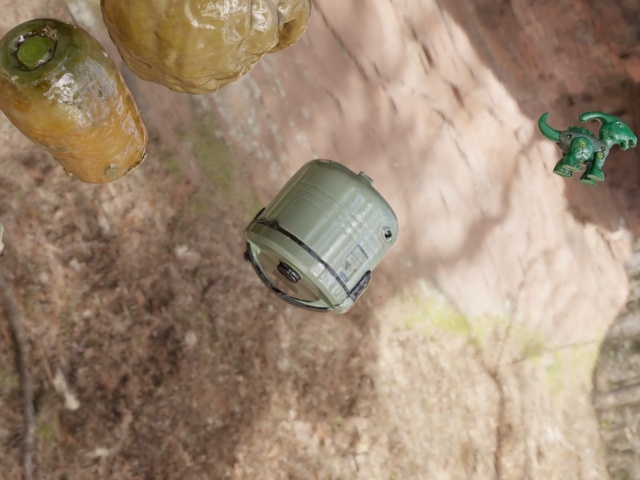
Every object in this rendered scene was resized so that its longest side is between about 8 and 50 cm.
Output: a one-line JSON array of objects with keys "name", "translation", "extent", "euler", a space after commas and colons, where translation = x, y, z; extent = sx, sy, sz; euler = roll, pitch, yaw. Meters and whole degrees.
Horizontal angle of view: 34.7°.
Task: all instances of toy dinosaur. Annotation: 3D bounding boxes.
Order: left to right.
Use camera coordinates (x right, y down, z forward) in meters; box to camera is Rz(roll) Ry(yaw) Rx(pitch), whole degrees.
[{"name": "toy dinosaur", "translation": [0.347, -0.130, 1.348], "extent": [0.059, 0.132, 0.096], "euler": [123, -11, -79]}]

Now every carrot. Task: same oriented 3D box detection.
[{"name": "carrot", "translation": [-0.476, -0.265, 1.951], "extent": [0.341, 0.224, 0.224], "euler": [67, 10, -64]}]

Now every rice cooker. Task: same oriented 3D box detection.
[{"name": "rice cooker", "translation": [0.000, 0.000, 1.750], "extent": [0.244, 0.226, 0.226], "euler": [-50, 132, -16]}]

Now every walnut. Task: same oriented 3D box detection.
[{"name": "walnut", "translation": [-0.127, -0.267, 1.047], "extent": [0.257, 0.257, 0.224], "euler": [43, 62, -54]}]

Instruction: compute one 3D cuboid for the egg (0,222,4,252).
[{"name": "egg", "translation": [-0.565, -0.022, 1.232], "extent": [0.278, 0.336, 0.278], "euler": [161, -90, -72]}]
